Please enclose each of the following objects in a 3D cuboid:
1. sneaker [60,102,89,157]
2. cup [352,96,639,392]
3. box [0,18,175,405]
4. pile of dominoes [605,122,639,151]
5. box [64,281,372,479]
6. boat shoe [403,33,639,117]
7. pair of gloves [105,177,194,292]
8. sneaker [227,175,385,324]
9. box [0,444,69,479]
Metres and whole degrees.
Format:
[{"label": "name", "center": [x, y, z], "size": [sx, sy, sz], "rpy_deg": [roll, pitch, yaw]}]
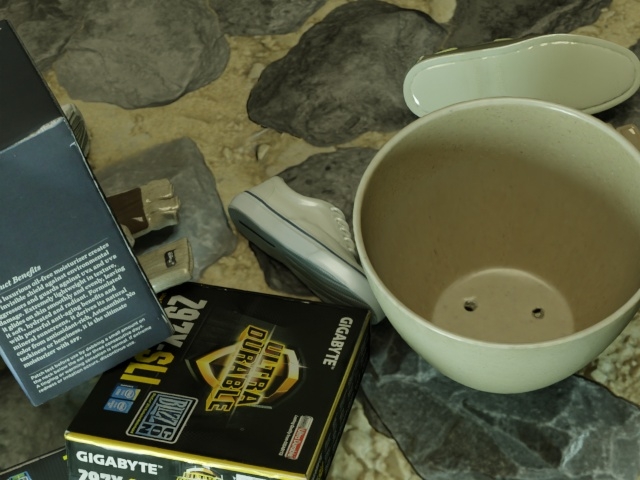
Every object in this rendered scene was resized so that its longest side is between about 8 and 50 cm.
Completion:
[{"label": "sneaker", "center": [-0.376, -0.084, 1.852], "size": [0.115, 0.090, 0.232], "rpy_deg": [-10, 31, 18]}, {"label": "cup", "center": [0.206, 0.040, 1.624], "size": [0.331, 0.237, 0.331], "rpy_deg": [-2, 54, 2]}, {"label": "box", "center": [-0.328, -0.037, 1.580], "size": [0.182, 0.294, 0.296], "rpy_deg": [-27, 35, -9]}, {"label": "pile of dominoes", "center": [0.401, -0.060, 1.819], "size": [0.251, 0.040, 0.196], "rpy_deg": [3, 54, -3]}, {"label": "box", "center": [-0.100, 0.167, 1.583], "size": [0.257, 0.079, 0.322], "rpy_deg": [7, 30, 12]}, {"label": "boat shoe", "center": [0.258, -0.213, 1.884], "size": [0.305, 0.109, 0.091], "rpy_deg": [-4, 14, 2]}, {"label": "pair of gloves", "center": [-0.256, 0.018, 1.762], "size": [0.204, 0.042, 0.240], "rpy_deg": [-22, 36, -1]}, {"label": "sneaker", "center": [0.000, 0.000, 1.757], "size": [0.091, 0.094, 0.258], "rpy_deg": [-41, 60, -18]}, {"label": "box", "center": [-0.210, 0.331, 1.556], "size": [0.216, 0.060, 0.270], "rpy_deg": [-20, 55, -9]}]
